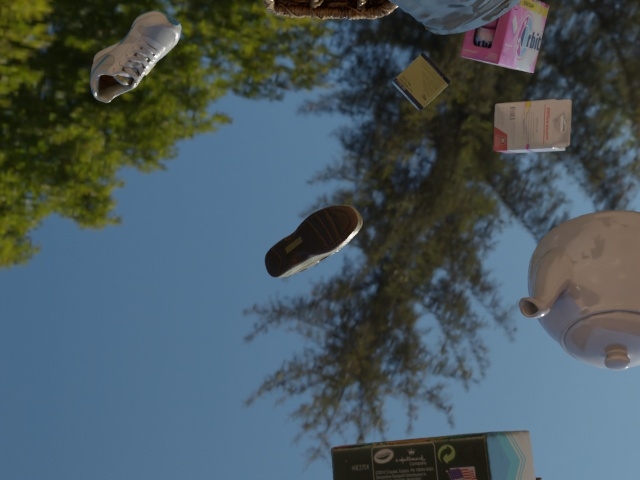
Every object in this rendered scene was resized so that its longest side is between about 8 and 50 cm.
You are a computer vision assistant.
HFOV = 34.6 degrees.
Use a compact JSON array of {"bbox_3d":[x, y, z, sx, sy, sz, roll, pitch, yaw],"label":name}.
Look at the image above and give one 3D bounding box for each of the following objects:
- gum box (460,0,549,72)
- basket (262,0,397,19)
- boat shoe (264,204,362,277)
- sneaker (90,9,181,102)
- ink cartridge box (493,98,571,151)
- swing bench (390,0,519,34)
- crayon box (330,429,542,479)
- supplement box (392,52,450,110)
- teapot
[{"bbox_3d":[0.276,-0.315,1.536,0.062,0.107,0.188,17,-168,26],"label":"gum box"},{"bbox_3d":[0.051,-0.442,1.557,0.213,0.299,0.223,33,-105,6],"label":"basket"},{"bbox_3d":[0.000,0.000,1.558,0.072,0.190,0.068,5,-116,-48],"label":"boat shoe"},{"bbox_3d":[-0.333,-0.331,1.865,0.087,0.228,0.092,29,-133,-34],"label":"sneaker"},{"bbox_3d":[0.507,-0.266,2.396,0.198,0.115,0.067,2,179,41],"label":"ink cartridge box"},{"bbox_3d":[0.124,-0.372,1.046,0.165,0.255,0.253,-7,171,31],"label":"swing bench"},{"bbox_3d":[0.165,0.302,1.373,0.202,0.081,0.318,-9,167,21],"label":"crayon box"},{"bbox_3d":[0.202,-0.318,2.064,0.083,0.083,0.056,46,-175,-3],"label":"supplement box"},{"bbox_3d":[0.410,0.095,1.416,0.256,0.252,0.187,-4,-127,13],"label":"teapot"}]
